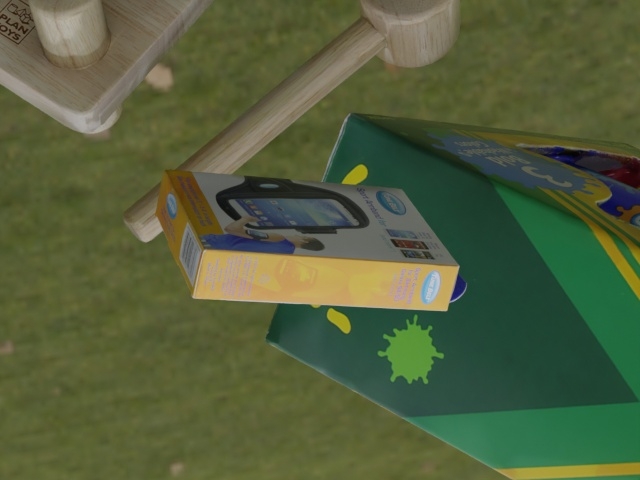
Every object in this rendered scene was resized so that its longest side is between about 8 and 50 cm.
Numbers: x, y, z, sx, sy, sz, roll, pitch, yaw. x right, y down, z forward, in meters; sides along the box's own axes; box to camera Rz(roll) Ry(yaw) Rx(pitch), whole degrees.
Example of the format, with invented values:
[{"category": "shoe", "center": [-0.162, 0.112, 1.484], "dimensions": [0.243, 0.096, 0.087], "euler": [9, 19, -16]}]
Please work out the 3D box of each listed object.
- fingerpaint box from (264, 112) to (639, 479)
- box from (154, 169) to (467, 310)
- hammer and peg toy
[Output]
[{"category": "fingerpaint box", "center": [0.248, 0.060, 1.116], "dimensions": [0.445, 0.371, 0.163], "euler": [0, 114, -58]}, {"category": "box", "center": [0.000, 0.000, 0.776], "dimensions": [0.136, 0.081, 0.028], "euler": [2, 117, -20]}, {"category": "hammer and peg toy", "center": [-0.112, -0.181, 0.957], "dimensions": [0.266, 0.361, 0.127], "euler": [-50, 163, -21]}]
